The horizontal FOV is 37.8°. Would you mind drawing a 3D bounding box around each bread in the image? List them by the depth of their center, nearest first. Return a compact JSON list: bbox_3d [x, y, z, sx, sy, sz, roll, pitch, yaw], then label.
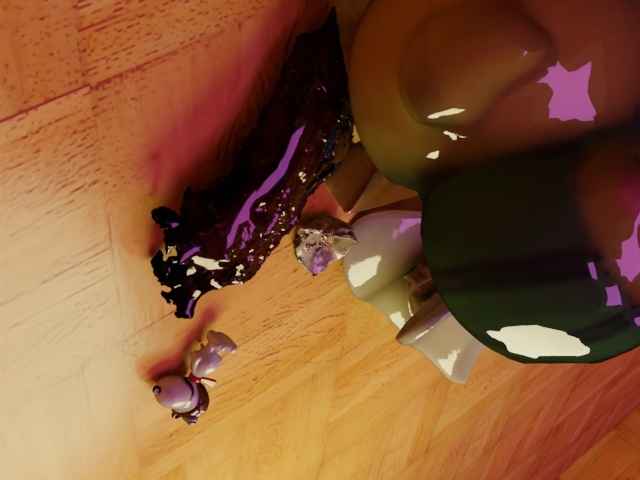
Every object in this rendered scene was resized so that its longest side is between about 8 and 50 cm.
[{"bbox_3d":[0.087,-0.079,0.749,0.226,0.049,0.088,-17,144,-56],"label":"bread"}]

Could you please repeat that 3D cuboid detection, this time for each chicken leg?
[{"bbox_3d":[-0.041,-0.043,0.640,0.234,0.063,0.105,-51,157,5],"label":"chicken leg"}]

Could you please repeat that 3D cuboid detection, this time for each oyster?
[{"bbox_3d":[0.003,-0.001,0.788,0.051,0.034,0.093,-22,159,-11],"label":"oyster"}]

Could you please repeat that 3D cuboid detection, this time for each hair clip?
[{"bbox_3d":[0.125,0.049,0.928,0.172,0.113,0.282,-40,154,19],"label":"hair clip"}]

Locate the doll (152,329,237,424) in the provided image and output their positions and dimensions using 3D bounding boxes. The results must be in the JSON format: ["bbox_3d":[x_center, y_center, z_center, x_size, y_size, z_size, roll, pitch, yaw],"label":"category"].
[{"bbox_3d":[-0.103,0.115,0.789,0.085,0.040,0.058,-44,142,-3],"label":"doll"}]

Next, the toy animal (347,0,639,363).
[{"bbox_3d":[0.120,-0.087,0.591,0.191,0.338,0.216,-12,-171,44],"label":"toy animal"}]
